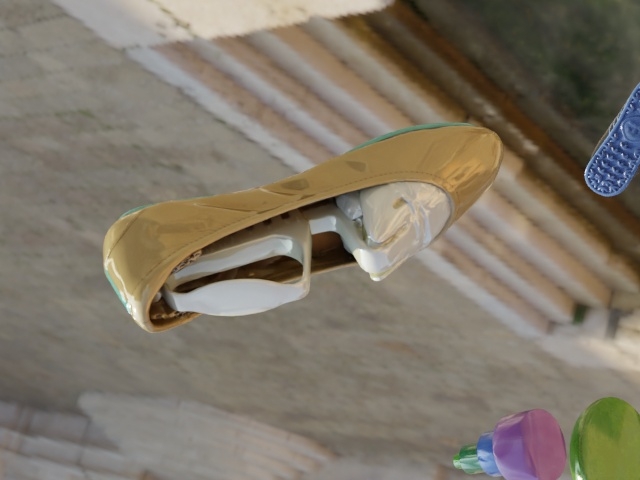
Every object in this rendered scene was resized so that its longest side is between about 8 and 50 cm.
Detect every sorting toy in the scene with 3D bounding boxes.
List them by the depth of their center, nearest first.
[{"bbox_3d":[0.267,0.232,1.244,0.365,0.127,0.126,17,154,-40],"label":"sorting toy"}]

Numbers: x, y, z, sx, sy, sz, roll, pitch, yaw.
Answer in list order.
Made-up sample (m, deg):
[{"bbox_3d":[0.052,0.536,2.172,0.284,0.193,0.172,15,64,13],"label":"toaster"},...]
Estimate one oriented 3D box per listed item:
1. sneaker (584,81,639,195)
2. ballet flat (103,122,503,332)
[{"bbox_3d":[0.414,-0.158,1.559,0.081,0.090,0.232,38,128,2],"label":"sneaker"},{"bbox_3d":[0.000,0.000,0.680,0.232,0.073,0.080,-16,137,-7],"label":"ballet flat"}]
